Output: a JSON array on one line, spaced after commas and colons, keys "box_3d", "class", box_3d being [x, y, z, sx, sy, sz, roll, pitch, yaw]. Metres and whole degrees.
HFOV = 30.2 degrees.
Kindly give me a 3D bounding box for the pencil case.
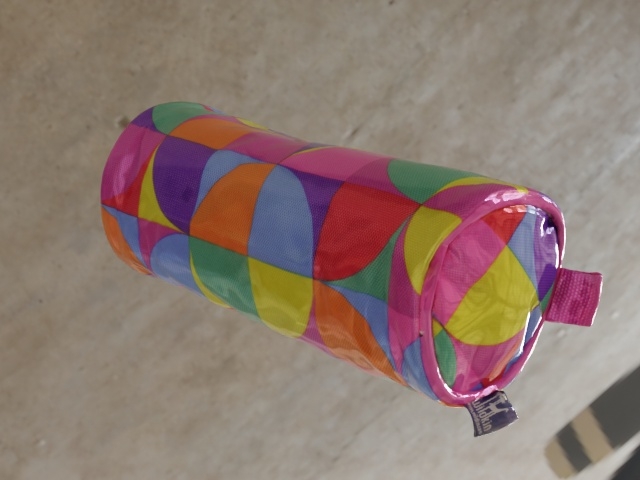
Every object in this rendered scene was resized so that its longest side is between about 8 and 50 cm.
[{"box_3d": [0.000, 0.000, 0.536, 0.104, 0.236, 0.105, -19, 118, -40], "class": "pencil case"}]
